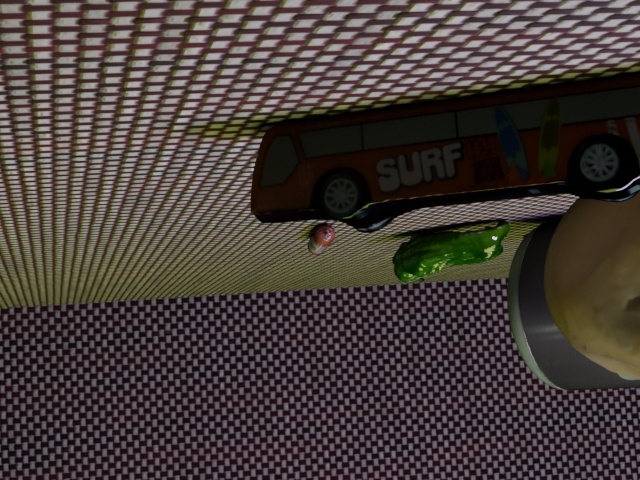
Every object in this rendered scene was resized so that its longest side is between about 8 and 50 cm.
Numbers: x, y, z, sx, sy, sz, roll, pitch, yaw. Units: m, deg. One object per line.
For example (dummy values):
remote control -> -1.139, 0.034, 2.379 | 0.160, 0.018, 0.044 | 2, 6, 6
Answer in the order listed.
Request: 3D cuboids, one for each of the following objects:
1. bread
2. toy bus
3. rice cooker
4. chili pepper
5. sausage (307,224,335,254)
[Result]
bread -> 0.429, 0.030, 1.524 | 0.348, 0.252, 0.376 | -1, 175, 20
toy bus -> 0.142, -0.067, 1.121 | 0.409, 0.092, 0.093 | -6, 172, 20
rice cooker -> 0.454, 0.089, 2.104 | 0.277, 0.288, 0.288 | -10, 172, 38
chili pepper -> 0.195, 0.019, 2.174 | 0.100, 0.074, 0.257 | 1, 172, -38
sausage -> 0.000, 0.000, 2.065 | 0.029, 0.029, 0.223 | -4, 175, -5
